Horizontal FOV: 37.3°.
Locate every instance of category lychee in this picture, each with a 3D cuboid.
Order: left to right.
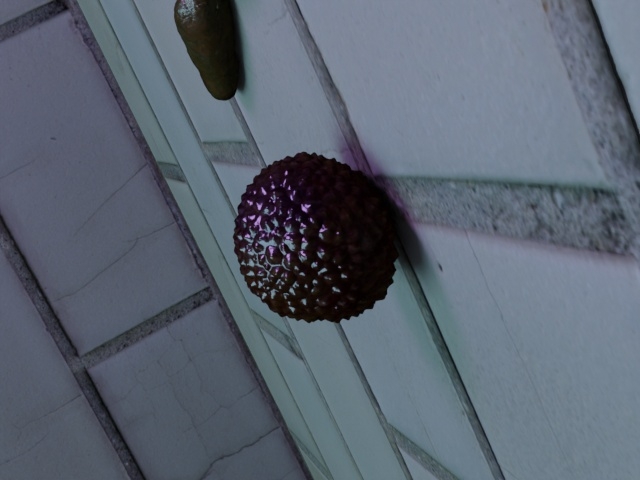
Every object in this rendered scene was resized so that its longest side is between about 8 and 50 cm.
[{"bbox_3d":[0.000,0.000,1.042,0.188,0.188,0.188,57,167,22],"label":"lychee"}]

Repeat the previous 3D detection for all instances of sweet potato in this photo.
[{"bbox_3d":[-0.148,-0.264,1.314,0.075,0.075,0.273,57,171,23],"label":"sweet potato"}]
